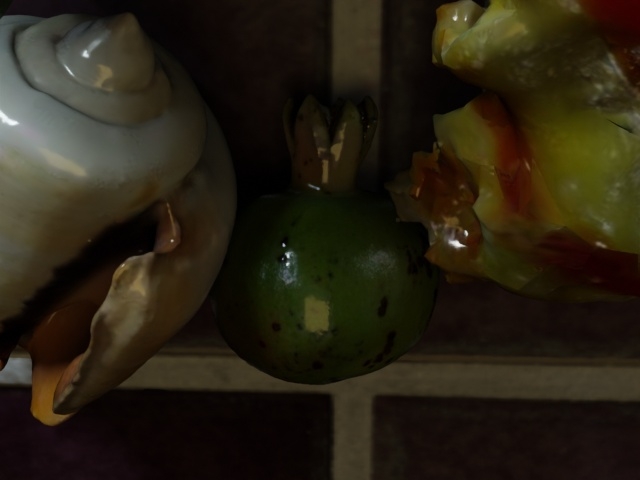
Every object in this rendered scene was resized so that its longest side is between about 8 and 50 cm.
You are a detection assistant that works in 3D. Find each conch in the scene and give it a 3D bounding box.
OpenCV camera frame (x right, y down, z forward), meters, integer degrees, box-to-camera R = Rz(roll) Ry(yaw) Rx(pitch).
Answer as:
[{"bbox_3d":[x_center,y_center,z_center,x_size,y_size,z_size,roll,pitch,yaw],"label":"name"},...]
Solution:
[{"bbox_3d":[-0.111,-0.017,0.644,0.158,0.127,0.255,41,146,5],"label":"conch"}]

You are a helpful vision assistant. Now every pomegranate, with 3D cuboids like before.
[{"bbox_3d":[0.000,0.000,0.649,0.114,0.114,0.142,1,97,2],"label":"pomegranate"}]

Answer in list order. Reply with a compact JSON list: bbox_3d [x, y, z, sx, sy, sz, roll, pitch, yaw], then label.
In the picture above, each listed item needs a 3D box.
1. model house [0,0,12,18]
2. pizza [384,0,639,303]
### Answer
[{"bbox_3d":[-0.150,-0.306,0.431,0.358,0.242,0.313,39,99,-18],"label":"model house"},{"bbox_3d":[0.155,-0.062,0.466,0.440,0.130,0.406,33,141,-3],"label":"pizza"}]
